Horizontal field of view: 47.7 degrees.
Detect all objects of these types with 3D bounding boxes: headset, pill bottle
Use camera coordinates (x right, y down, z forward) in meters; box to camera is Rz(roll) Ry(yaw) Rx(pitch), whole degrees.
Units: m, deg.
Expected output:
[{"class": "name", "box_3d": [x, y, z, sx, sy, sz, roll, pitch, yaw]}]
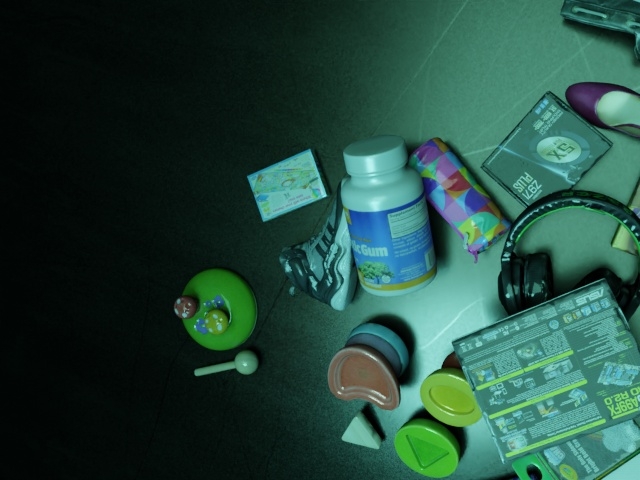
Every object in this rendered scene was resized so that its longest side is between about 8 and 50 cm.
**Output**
[{"class": "headset", "box_3d": [0.417, 0.113, 1.252, 0.243, 0.185, 0.394, 16, 117, 15]}, {"class": "pill bottle", "box_3d": [0.121, -0.047, 1.331, 0.152, 0.152, 0.272, -4, 116, 21]}]

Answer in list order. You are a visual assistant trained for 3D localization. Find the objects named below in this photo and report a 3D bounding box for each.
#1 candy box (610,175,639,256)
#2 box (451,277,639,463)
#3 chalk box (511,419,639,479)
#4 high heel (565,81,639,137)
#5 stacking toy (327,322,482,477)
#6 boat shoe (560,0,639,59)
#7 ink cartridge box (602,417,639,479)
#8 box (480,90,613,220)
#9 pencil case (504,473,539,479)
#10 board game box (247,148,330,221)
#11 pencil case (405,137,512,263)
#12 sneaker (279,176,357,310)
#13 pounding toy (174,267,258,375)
[{"class": "candy box", "box_3d": [0.591, -0.057, 1.251, 0.109, 0.053, 0.187, 23, 104, 17]}, {"class": "box", "box_3d": [0.378, 0.211, 1.173, 0.270, 0.060, 0.216, -26, 79, 15]}, {"class": "chalk box", "box_3d": [0.434, 0.353, 1.240, 0.213, 0.132, 0.132, -37, 62, 8]}, {"class": "high heel", "box_3d": [0.530, -0.211, 1.227, 0.244, 0.117, 0.082, 33, 105, 15]}, {"class": "stacking toy", "box_3d": [0.179, 0.303, 1.435, 0.308, 0.130, 0.280, 16, 126, 22]}, {"class": "boat shoe", "box_3d": [0.566, -0.359, 1.216, 0.335, 0.121, 0.119, 34, 113, 26]}, {"class": "ink cartridge box", "box_3d": [0.512, 0.342, 1.314, 0.171, 0.056, 0.235, -7, 67, 21]}, {"class": "box", "box_3d": [0.404, -0.151, 1.301, 0.147, 0.077, 0.180, 44, 107, 11]}, {"class": "pencil case", "box_3d": [0.348, 0.490, 1.377, 0.151, 0.070, 0.065, -22, 86, 20]}, {"class": "board game box", "box_3d": [-0.067, -0.114, 1.509, 0.154, 0.026, 0.103, -20, 87, 21]}, {"class": "pencil case", "box_3d": [0.254, -0.079, 1.351, 0.104, 0.104, 0.236, -41, 77, 19]}, {"class": "sneaker", "box_3d": [0.000, 0.000, 1.451, 0.153, 0.101, 0.269, 8, 100, 17]}, {"class": "pounding toy", "box_3d": [-0.236, 0.181, 1.552, 0.183, 0.110, 0.237, -9, 91, 21]}]
